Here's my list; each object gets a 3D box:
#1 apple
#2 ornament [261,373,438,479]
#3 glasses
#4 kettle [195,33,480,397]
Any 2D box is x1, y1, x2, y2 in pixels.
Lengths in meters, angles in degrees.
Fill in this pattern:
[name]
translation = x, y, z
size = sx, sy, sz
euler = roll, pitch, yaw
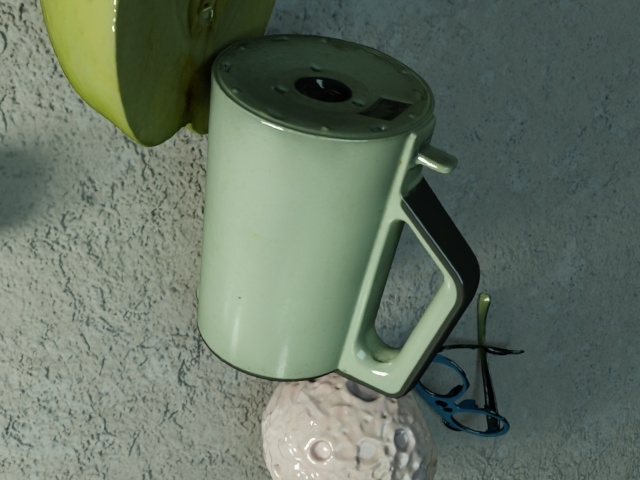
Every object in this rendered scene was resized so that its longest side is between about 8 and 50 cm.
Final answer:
[apple]
translation = -0.149, -0.283, 1.072
size = 0.320, 0.311, 0.360
euler = 5, 117, -27
[ornament]
translation = 0.034, 0.284, 1.393
size = 0.225, 0.259, 0.259
euler = -25, 117, -5
[glasses]
translation = 0.257, 0.203, 1.597
size = 0.207, 0.102, 0.239
euler = -51, 124, -9
[kettle]
translation = 0.022, -0.010, 1.191
size = 0.250, 0.361, 0.376
euler = -47, 155, -51
